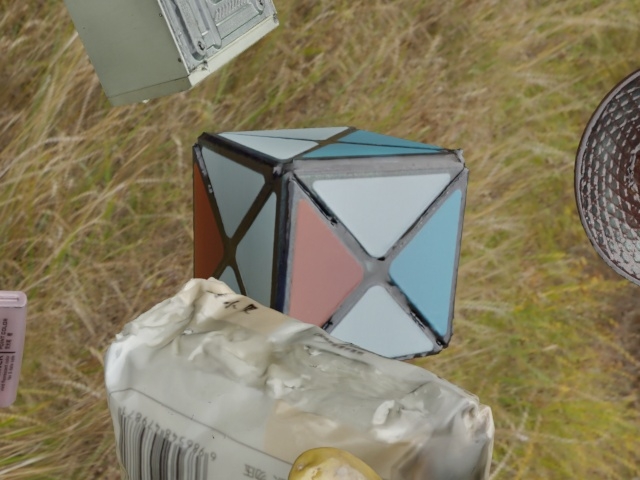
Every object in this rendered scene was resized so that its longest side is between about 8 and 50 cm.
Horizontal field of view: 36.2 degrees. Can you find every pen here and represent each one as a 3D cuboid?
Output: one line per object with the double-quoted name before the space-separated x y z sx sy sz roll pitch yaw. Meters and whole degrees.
"pen" -0.329 0.127 0.985 0.053 0.197 0.032 1 43 -24

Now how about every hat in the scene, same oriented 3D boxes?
"hat" 0.291 -0.057 0.807 0.193 0.082 0.193 -1 100 -4

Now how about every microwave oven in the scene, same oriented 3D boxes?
"microwave oven" -0.180 -0.301 1.218 0.240 0.145 0.194 -50 128 -51

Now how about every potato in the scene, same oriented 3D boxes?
"potato" 0.015 0.160 0.582 0.062 0.068 0.083 -25 114 -2

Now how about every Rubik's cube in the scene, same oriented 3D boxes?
"Rubik's cube" 0.000 0.001 1.162 0.246 0.248 0.250 -6 108 -30

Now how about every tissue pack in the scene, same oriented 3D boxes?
"tissue pack" -0.025 0.243 0.878 0.195 0.375 0.390 -28 129 -45
